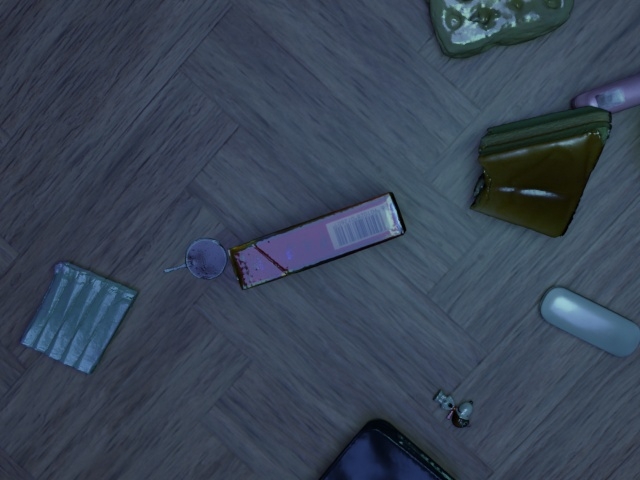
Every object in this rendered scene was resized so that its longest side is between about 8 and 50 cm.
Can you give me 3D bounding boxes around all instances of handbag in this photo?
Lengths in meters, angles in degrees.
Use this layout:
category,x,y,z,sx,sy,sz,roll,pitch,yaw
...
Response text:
category,x,y,z,sx,sy,sz,roll,pitch,yaw
handbag,0.105,0.543,1.866,0.269,0.118,0.326,40,98,9

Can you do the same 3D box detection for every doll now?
category,x,y,z,sx,sy,sz,roll,pitch,yaw
doll,0.258,0.330,1.873,0.085,0.040,0.058,20,83,0

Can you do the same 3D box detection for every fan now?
category,x,y,z,sx,sy,sz,roll,pitch,yaw
fan,-0.252,0.044,1.923,0.133,0.005,0.085,-18,93,6

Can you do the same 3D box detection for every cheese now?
category,x,y,z,sx,sy,sz,roll,pitch,yaw
cheese,0.334,-0.440,1.788,0.262,0.093,0.159,-16,93,6

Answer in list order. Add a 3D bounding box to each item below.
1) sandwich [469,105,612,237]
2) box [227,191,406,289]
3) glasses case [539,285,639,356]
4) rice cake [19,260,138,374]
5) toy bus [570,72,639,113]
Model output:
category,x,y,z,sx,sy,sz,roll,pitch,yaw
sandwich,0.385,-0.152,1.732,0.198,0.155,0.228,20,123,4
box,0.001,0.000,1.797,0.313,0.197,0.089,-19,92,7
glasses case,0.512,0.154,1.829,0.197,0.049,0.076,26,96,4
rice cake,-0.489,0.155,1.938,0.189,0.037,0.198,23,95,4
toy bus,0.568,-0.271,1.776,0.203,0.090,0.063,-19,91,6
